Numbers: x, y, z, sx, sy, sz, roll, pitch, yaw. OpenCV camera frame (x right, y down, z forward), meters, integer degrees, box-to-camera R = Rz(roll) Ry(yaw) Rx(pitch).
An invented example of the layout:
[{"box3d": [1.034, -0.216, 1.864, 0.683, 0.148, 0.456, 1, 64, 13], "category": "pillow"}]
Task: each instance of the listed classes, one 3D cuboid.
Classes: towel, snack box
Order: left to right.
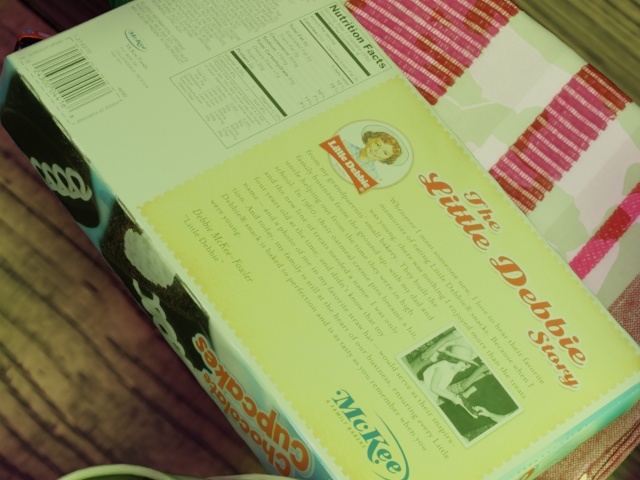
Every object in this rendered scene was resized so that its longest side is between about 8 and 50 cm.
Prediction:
[{"box3d": [0.000, 0.000, 0.900, 0.187, 0.060, 0.322, -29, 70, -30], "category": "snack box"}, {"box3d": [0.074, -0.020, 0.984, 0.329, 0.037, 0.237, 41, 78, 13], "category": "towel"}]

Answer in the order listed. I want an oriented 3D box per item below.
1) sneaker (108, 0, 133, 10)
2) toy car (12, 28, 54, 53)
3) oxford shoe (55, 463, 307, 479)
[{"box3d": [-0.214, -0.217, 1.015, 0.295, 0.109, 0.123, 21, 71, 8], "category": "sneaker"}, {"box3d": [-0.201, -0.103, 1.011, 0.122, 0.060, 0.040, 2, 41, -4], "category": "toy car"}, {"box3d": [-0.181, 0.199, 0.813, 0.449, 0.130, 0.169, -18, 72, 25], "category": "oxford shoe"}]
